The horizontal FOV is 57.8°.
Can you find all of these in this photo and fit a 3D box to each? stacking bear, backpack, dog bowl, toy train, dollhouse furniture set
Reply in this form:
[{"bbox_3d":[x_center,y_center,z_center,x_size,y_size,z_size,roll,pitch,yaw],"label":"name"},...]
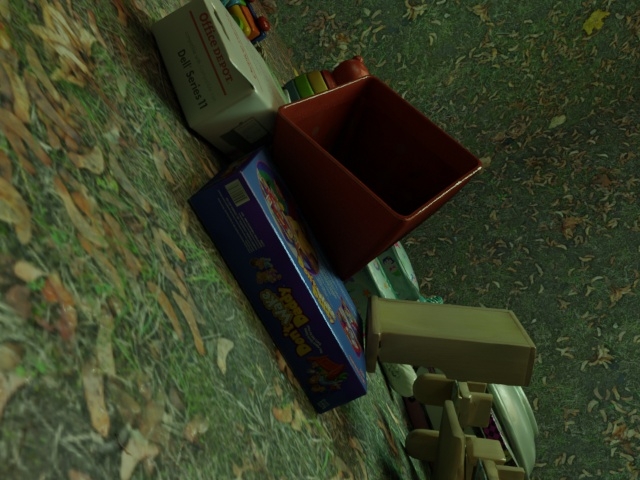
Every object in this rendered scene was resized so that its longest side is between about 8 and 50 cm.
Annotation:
[{"bbox_3d":[0.002,-0.384,1.559,0.175,0.289,0.164,65,10,10],"label":"stacking bear"},{"bbox_3d":[0.102,0.082,1.239,0.225,0.191,0.253,64,15,-4],"label":"backpack"},{"bbox_3d":[0.349,0.488,1.524,0.408,0.150,0.408,60,10,-18],"label":"dog bowl"},{"bbox_3d":[-0.202,-0.557,1.538,0.248,0.105,0.143,63,21,-2],"label":"toy train"},{"bbox_3d":[0.190,0.319,0.998,0.362,0.256,0.394,-71,167,-75],"label":"dollhouse furniture set"}]

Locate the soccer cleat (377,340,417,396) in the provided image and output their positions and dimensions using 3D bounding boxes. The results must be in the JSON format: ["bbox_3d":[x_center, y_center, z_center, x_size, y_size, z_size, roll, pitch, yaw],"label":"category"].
[{"bbox_3d":[0.170,0.288,1.381,0.076,0.068,0.196,49,10,-37],"label":"soccer cleat"}]

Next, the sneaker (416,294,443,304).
[{"bbox_3d":[0.378,0.228,2.043,0.107,0.110,0.275,63,11,23],"label":"sneaker"}]

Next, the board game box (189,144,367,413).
[{"bbox_3d":[-0.045,0.044,0.861,0.347,0.078,0.233,61,10,-14],"label":"board game box"}]

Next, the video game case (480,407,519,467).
[{"bbox_3d":[0.390,0.417,1.359,0.210,0.041,0.232,55,13,-47],"label":"video game case"}]

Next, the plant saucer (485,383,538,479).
[{"bbox_3d":[0.506,0.460,1.606,0.400,0.100,0.401,-21,90,-88],"label":"plant saucer"}]

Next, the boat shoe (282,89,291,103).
[{"bbox_3d":[-0.052,-0.210,1.381,0.320,0.103,0.118,57,13,-37],"label":"boat shoe"}]

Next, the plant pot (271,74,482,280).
[{"bbox_3d":[0.067,-0.090,1.010,0.267,0.236,0.267,43,46,15],"label":"plant pot"}]

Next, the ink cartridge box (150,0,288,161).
[{"bbox_3d":[-0.150,-0.252,0.956,0.207,0.119,0.353,66,10,19],"label":"ink cartridge box"}]
